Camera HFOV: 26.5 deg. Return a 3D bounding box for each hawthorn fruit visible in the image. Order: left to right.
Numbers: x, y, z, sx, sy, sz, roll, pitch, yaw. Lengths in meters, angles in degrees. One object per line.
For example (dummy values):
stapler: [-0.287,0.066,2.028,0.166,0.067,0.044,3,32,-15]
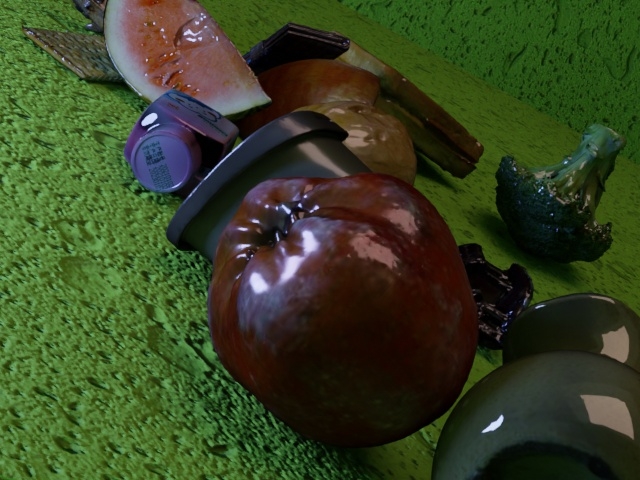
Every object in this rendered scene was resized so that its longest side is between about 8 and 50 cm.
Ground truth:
hawthorn fruit: [0.017,0.066,1.312,0.284,0.284,0.284,28,17,-10]

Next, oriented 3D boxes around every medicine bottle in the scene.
medicine bottle: [-0.182,-0.119,1.744,0.119,0.094,0.188,31,17,-3]

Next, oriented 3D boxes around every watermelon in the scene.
watermelon: [-0.217,-0.259,2.031,0.303,0.159,0.128,50,-9,14]

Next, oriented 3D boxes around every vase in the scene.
vase: [0.256,0.243,1.296,0.329,0.240,0.302,66,22,-7]

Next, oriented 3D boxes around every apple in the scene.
apple: [-0.018,-0.201,2.205,0.346,0.254,0.179,-84,155,-71]

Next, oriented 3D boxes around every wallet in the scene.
wallet: [-0.058,-0.308,2.321,0.124,0.042,0.230,10,-17,-28]

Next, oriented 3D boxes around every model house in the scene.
model house: [0.205,0.066,1.868,0.152,0.106,0.165,30,13,-9]

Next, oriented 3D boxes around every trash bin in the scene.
trash bin: [0.000,0.000,1.543,0.250,0.219,0.220,42,12,10]

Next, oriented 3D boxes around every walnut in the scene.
walnut: [0.029,-0.107,1.925,0.221,0.195,0.195,10,27,-47]

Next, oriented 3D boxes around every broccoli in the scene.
broccoli: [0.440,-0.091,2.437,0.254,0.269,0.269,36,17,-2]

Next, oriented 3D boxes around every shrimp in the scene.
shrimp: [-0.348,-0.361,2.198,0.262,0.066,0.117,40,-2,-20]

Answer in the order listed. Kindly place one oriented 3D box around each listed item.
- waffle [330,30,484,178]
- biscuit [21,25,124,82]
waffle: [0.146,-0.250,2.554,0.327,0.098,0.224,32,7,-39]
biscuit: [-0.339,-0.277,2.049,0.139,0.016,0.231,37,18,16]
